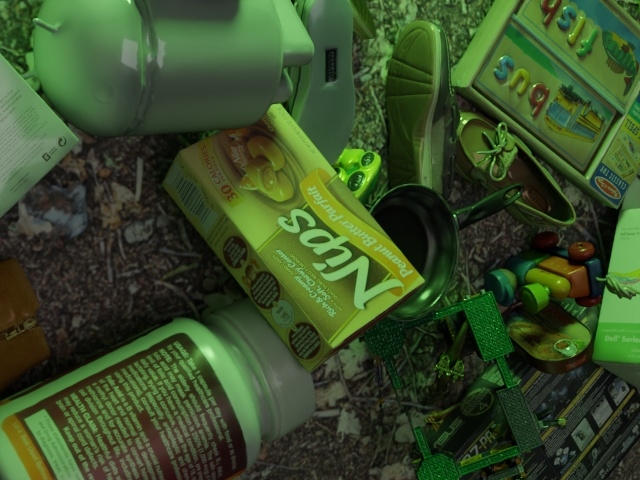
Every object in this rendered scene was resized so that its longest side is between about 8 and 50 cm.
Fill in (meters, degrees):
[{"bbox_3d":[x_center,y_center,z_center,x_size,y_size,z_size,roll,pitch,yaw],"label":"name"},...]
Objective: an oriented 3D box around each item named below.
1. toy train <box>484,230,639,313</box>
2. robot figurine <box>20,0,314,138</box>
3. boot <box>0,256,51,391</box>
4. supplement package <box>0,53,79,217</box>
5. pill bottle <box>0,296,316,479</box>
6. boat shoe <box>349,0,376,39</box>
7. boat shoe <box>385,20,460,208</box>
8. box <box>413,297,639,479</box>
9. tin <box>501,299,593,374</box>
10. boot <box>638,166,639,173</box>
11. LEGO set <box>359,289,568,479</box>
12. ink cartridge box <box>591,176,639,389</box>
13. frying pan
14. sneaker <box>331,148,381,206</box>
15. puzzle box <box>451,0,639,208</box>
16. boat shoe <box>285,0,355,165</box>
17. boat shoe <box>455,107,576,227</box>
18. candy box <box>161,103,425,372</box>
[{"bbox_3d":[0.384,0.074,1.664,0.143,0.248,0.105,-22,112,-22],"label":"toy train"},{"bbox_3d":[-0.186,-0.227,1.248,0.353,0.200,0.300,-8,146,-34],"label":"robot figurine"},{"bbox_3d":[-0.454,0.068,1.228,0.211,0.104,0.295,-36,122,-27],"label":"boot"},{"bbox_3d":[-0.443,-0.144,1.119,0.199,0.198,0.263,-47,121,-14],"label":"supplement package"},{"bbox_3d":[-0.217,0.235,1.331,0.392,0.224,0.224,-25,113,-25],"label":"pill bottle"},{"bbox_3d":[0.022,-0.335,1.467,0.153,0.048,0.056,41,33,-36],"label":"boat shoe"},{"bbox_3d":[0.160,-0.184,1.556,0.092,0.103,0.285,-12,110,-35],"label":"boat shoe"},{"bbox_3d":[0.382,0.336,1.808,0.395,0.097,0.318,-45,121,-17],"label":"box"},{"bbox_3d":[0.368,0.155,1.704,0.106,0.190,0.040,-29,118,-7],"label":"tin"},{"bbox_3d":[0.621,-0.153,1.865,0.190,0.069,0.086,-1,109,-44],"label":"boot"},{"bbox_3d":[0.210,0.223,1.629,0.255,0.192,0.331,-29,85,3],"label":"LEGO set"},{"bbox_3d":[0.601,0.075,1.817,0.207,0.119,0.354,29,69,-39],"label":"ink cartridge box"},{"bbox_3d":[0.159,-0.030,1.529,0.326,0.053,0.197,-52,122,-23],"label":"frying pan"},{"bbox_3d":[0.000,0.000,1.505,0.296,0.109,0.123,-63,150,-10],"label":"sneaker"},{"bbox_3d":[0.416,-0.261,1.708,0.409,0.052,0.272,30,89,-32],"label":"puzzle box"},{"bbox_3d":[-0.004,-0.224,1.448,0.095,0.084,0.258,-3,115,-26],"label":"boat shoe"},{"bbox_3d":[0.303,-0.114,1.662,0.285,0.089,0.105,34,83,-32],"label":"boat shoe"},{"bbox_3d":[-0.035,-0.010,1.355,0.183,0.087,0.316,-32,80,-36],"label":"candy box"}]
